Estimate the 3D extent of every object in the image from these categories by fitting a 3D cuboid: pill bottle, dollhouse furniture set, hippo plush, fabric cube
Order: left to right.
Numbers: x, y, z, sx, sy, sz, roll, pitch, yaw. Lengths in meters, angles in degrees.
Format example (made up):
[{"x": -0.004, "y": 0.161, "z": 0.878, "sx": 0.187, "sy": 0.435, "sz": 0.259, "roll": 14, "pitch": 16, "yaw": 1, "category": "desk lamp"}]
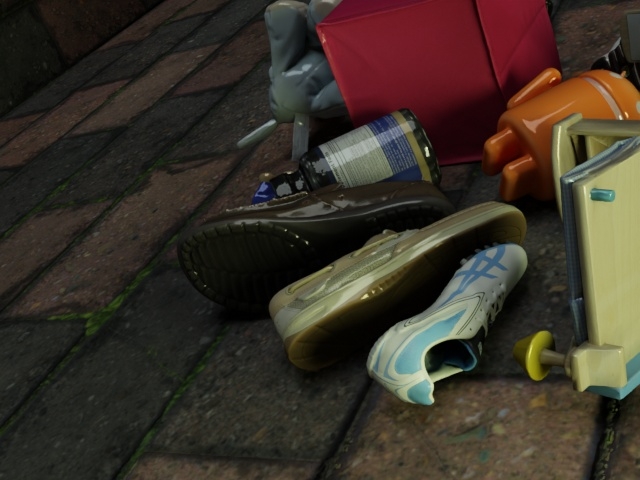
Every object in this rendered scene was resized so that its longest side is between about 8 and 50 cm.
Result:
[{"x": 0.024, "y": -0.288, "z": 1.557, "sx": 0.234, "sy": 0.294, "sz": 0.236, "roll": 15, "pitch": 13, "yaw": 16, "category": "hippo plush"}, {"x": 0.046, "y": -0.087, "z": 1.221, "sx": 0.219, "sy": 0.123, "sz": 0.123, "roll": -25, "pitch": 27, "yaw": -1, "category": "pill bottle"}, {"x": 0.188, "y": -0.285, "z": 1.319, "sx": 0.254, "sy": 0.259, "sz": 0.258, "roll": -3, "pitch": 34, "yaw": 33, "category": "fabric cube"}, {"x": 0.244, "y": -0.053, "z": 0.824, "sx": 0.303, "sy": 0.287, "sz": 0.198, "roll": -29, "pitch": 25, "yaw": -36, "category": "dollhouse furniture set"}]

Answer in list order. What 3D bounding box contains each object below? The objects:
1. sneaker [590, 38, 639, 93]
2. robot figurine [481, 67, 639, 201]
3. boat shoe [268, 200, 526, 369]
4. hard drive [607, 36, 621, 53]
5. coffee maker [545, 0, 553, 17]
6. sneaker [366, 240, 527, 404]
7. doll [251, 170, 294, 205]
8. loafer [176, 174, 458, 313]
[{"x": 0.471, "y": -0.244, "z": 1.123, "sx": 0.162, "sy": 0.107, "sz": 0.281, "roll": -16, "pitch": 1, "yaw": -6, "category": "sneaker"}, {"x": 0.308, "y": -0.133, "z": 1.090, "sx": 0.219, "sy": 0.128, "sz": 0.158, "roll": -26, "pitch": 27, "yaw": -6, "category": "robot figurine"}, {"x": 0.083, "y": 0.031, "z": 0.980, "sx": 0.302, "sy": 0.109, "sz": 0.098, "roll": -30, "pitch": 46, "yaw": -1, "category": "boat shoe"}, {"x": 0.574, "y": -0.384, "z": 1.314, "sx": 0.307, "sy": 0.040, "sz": 0.203, "roll": -49, "pitch": 13, "yaw": -24, "category": "hard drive"}, {"x": 0.335, "y": -0.459, "z": 1.615, "sx": 0.120, "sy": 0.171, "sz": 0.178, "roll": -33, "pitch": 22, "yaw": 18, "category": "coffee maker"}, {"x": 0.147, "y": 0.084, "z": 0.896, "sx": 0.086, "sy": 0.085, "sz": 0.237, "roll": 32, "pitch": 52, "yaw": 28, "category": "sneaker"}, {"x": -0.088, "y": -0.030, "z": 1.308, "sx": 0.129, "sy": 0.046, "sz": 0.189, "roll": -3, "pitch": 39, "yaw": 18, "category": "doll"}, {"x": 0.000, "y": 0.000, "z": 1.115, "sx": 0.365, "sy": 0.134, "sz": 0.130, "roll": -6, "pitch": 26, "yaw": 12, "category": "loafer"}]
